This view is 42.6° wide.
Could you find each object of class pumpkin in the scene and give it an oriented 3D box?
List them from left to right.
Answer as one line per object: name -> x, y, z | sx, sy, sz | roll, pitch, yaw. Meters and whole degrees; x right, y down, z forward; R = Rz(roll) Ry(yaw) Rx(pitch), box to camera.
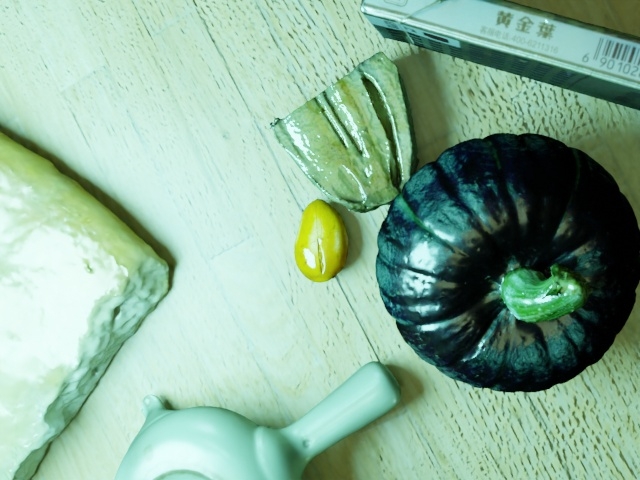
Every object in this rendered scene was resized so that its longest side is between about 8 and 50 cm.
pumpkin -> 0.176, 0.026, 0.744 | 0.248, 0.248, 0.248 | 1, 96, 11

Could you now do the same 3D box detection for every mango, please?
mango -> 0.000, 0.000, 0.878 | 0.060, 0.046, 0.089 | -5, 91, 12

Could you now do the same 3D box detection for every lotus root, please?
lotus root -> 0.037, -0.097, 0.850 | 0.143, 0.070, 0.144 | -25, 87, 6

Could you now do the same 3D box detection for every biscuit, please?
biscuit -> -0.427, 0.073, 0.937 | 0.446, 0.104, 0.429 | 44, 102, 3

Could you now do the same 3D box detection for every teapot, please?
teapot -> -0.063, 0.261, 0.865 | 0.318, 0.149, 0.220 | -10, 87, 12

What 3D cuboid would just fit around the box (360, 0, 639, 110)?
box -> 0.204, -0.174, 0.752 | 0.325, 0.180, 0.047 | 19, 100, 8
